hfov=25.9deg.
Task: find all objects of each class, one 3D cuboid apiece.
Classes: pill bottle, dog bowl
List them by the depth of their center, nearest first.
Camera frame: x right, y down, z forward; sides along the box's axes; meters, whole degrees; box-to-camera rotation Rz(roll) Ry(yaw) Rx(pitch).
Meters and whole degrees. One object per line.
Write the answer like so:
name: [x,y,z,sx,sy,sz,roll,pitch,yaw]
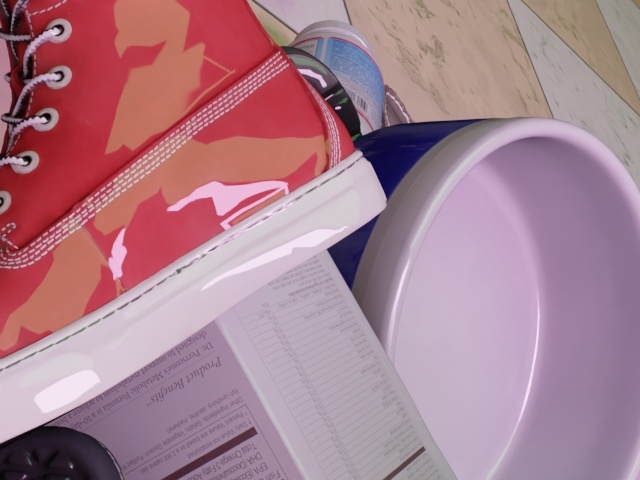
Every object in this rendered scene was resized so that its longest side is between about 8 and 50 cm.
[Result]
dog bowl: [0.087,0.061,0.806,0.265,0.104,0.265,-5,97,-45]
pill bottle: [0.002,-0.097,1.011,0.087,0.087,0.160,48,26,-23]

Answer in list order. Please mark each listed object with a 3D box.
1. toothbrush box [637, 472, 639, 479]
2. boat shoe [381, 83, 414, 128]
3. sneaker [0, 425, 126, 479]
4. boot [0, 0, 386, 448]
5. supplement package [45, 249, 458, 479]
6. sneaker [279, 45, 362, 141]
toothbrush box: [0.360,0.258,1.234,0.295,0.126,0.216,-4,65,-62]
boat shoe: [0.088,0.004,1.042,0.116,0.096,0.324,32,35,-46]
sneaker: [-0.085,0.182,0.514,0.097,0.084,0.235,77,8,-67]
boot: [-0.109,-0.029,0.492,0.244,0.088,0.176,-35,96,-33]
supplement package: [-0.027,0.123,0.634,0.244,0.134,0.139,61,24,6]
sneaker: [0.000,0.000,0.872,0.101,0.106,0.267,-30,113,-25]
